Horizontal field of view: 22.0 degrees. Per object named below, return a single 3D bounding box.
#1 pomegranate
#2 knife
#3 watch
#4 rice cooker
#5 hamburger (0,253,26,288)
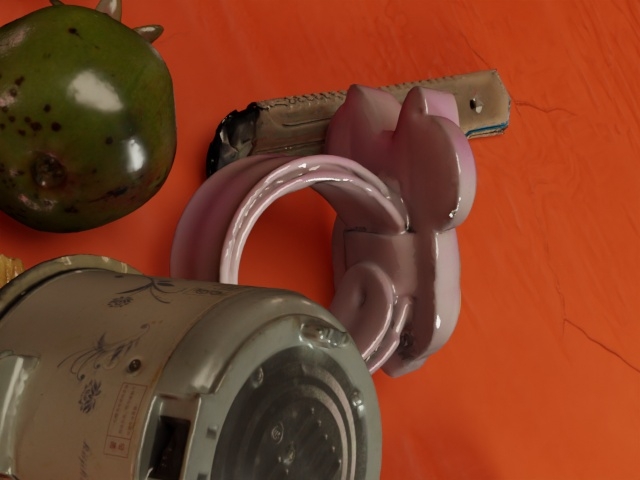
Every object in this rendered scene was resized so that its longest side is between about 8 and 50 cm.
[{"bbox_3d":[-0.192,-0.113,1.303,0.181,0.181,0.224,35,37,-14],"label":"pomegranate"},{"bbox_3d":[0.039,-0.102,1.506,0.365,0.043,0.089,-15,111,-36],"label":"knife"},{"bbox_3d":[0.000,0.000,1.336,0.217,0.211,0.248,-6,97,-29],"label":"watch"},{"bbox_3d":[-0.122,0.146,1.160,0.316,0.316,0.264,11,84,-26],"label":"rice cooker"},{"bbox_3d":[-0.266,0.044,1.261,0.083,0.044,0.076,13,63,-28],"label":"hamburger"}]
